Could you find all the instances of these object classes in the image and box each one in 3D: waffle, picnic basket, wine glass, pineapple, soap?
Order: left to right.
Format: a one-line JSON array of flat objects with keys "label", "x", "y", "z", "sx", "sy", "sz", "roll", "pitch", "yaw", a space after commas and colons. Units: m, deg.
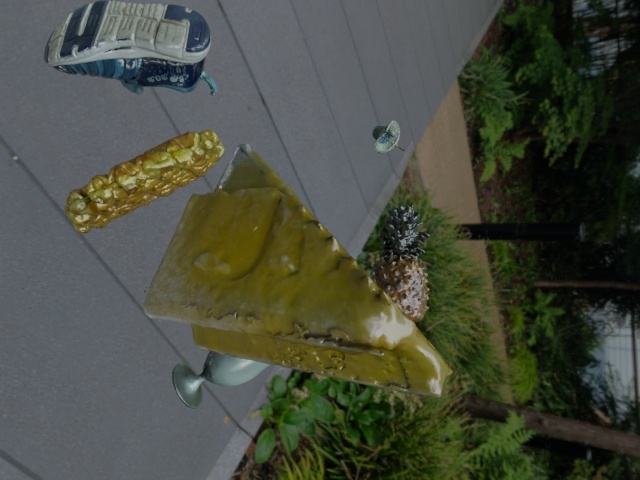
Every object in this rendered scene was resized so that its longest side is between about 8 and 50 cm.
[{"label": "waffle", "x": -0.195, "y": -0.067, "z": 0.478, "sx": 0.191, "sy": 0.191, "sz": 0.038, "roll": -38, "pitch": 101, "yaw": -50}, {"label": "wine glass", "x": -0.161, "y": 0.220, "z": 0.775, "sx": 0.093, "sy": 0.202, "sz": 0.093, "roll": 58, "pitch": 4, "yaw": -7}, {"label": "soap", "x": 0.000, "y": 0.000, "z": 0.526, "sx": 0.169, "sy": 0.338, "sz": 0.305, "roll": 53, "pitch": 47, "yaw": -50}, {"label": "picnic basket", "x": 0.162, "y": -0.243, "z": 1.002, "sx": 0.083, "sy": 0.083, "sz": 0.065, "roll": -51, "pitch": 138, "yaw": 0}, {"label": "pineapple", "x": 0.182, "y": 0.052, "z": 1.006, "sx": 0.157, "sy": 0.157, "sz": 0.279, "roll": 17, "pitch": 74, "yaw": -55}]

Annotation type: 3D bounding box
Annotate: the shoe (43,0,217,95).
[{"label": "shoe", "x": -0.163, "y": -0.161, "z": 0.369, "sx": 0.071, "sy": 0.142, "sz": 0.064, "roll": 93, "pitch": -4, "yaw": -62}]
